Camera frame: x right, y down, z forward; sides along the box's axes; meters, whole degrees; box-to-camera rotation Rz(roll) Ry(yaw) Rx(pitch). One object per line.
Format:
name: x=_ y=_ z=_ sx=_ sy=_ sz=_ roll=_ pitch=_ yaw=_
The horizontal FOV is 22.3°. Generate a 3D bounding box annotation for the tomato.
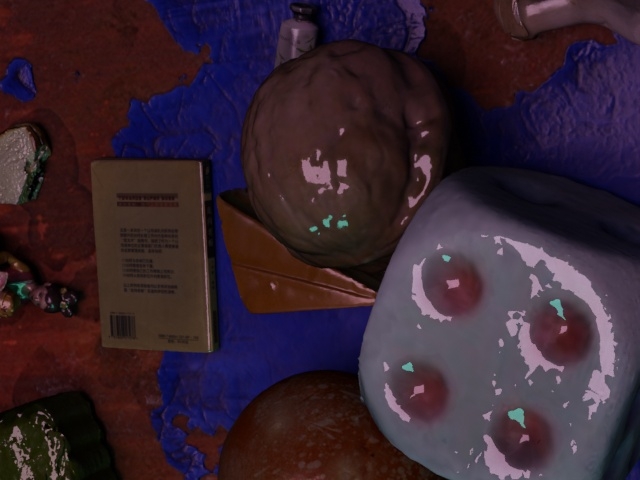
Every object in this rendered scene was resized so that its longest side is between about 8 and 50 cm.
tomato: x=0.007 y=0.280 z=1.733 sx=0.270 sy=0.222 sz=0.270 roll=33 pitch=145 yaw=27

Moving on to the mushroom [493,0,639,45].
mushroom: x=0.277 y=-0.236 z=1.622 sx=0.223 sy=0.081 sz=0.092 roll=10 pitch=83 yaw=29

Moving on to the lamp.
lamp: x=-0.429 y=0.052 z=2.021 sx=0.253 sy=0.118 sz=0.118 roll=25 pitch=109 yaw=23

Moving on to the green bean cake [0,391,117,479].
green bean cake: x=-0.363 y=0.304 z=2.026 sx=0.214 sy=0.113 sz=0.200 roll=-17 pitch=86 yaw=28

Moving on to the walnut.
walnut: x=0.035 y=-0.081 z=1.675 sx=0.248 sy=0.248 sz=0.248 roll=5 pitch=101 yaw=27

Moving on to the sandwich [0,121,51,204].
sandwich: x=-0.375 y=-0.094 z=2.010 sx=0.105 sy=0.035 sz=0.093 roll=-32 pitch=82 yaw=27

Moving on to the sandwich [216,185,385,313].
sandwich: x=0.000 y=0.000 z=1.783 sx=0.187 sy=0.117 sz=0.144 roll=-7 pitch=98 yaw=29

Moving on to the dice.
dice: x=0.214 y=0.090 z=1.603 sx=0.262 sy=0.264 sz=0.268 roll=23 pitch=108 yaw=22

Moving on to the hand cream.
hand cream: x=-0.033 y=-0.168 z=1.817 sx=0.067 sy=0.042 sz=0.195 roll=17 pitch=110 yaw=23

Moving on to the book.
book: x=-0.199 y=0.017 z=1.942 sx=0.161 sy=0.026 sz=0.231 roll=2 pitch=100 yaw=27
